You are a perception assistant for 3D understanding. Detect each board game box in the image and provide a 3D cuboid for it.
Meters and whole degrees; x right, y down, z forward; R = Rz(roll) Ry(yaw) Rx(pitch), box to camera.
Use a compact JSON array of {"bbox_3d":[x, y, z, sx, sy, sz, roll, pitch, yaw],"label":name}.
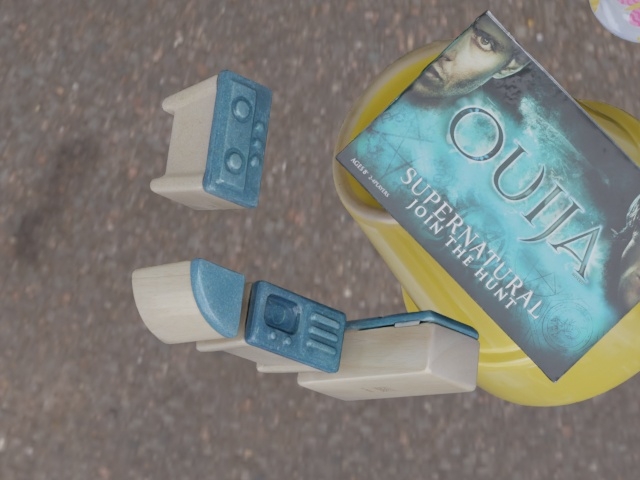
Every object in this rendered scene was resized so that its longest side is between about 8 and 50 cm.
[{"bbox_3d":[0.117,-0.026,0.949,0.126,0.026,0.186,-45,92,1],"label":"board game box"}]

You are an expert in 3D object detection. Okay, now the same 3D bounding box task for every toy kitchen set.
[{"bbox_3d":[0.000,0.000,1.056,0.122,0.166,0.207,-9,157,43],"label":"toy kitchen set"}]

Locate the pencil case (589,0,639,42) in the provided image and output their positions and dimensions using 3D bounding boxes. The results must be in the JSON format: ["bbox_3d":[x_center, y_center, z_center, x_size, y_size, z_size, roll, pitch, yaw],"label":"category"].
[{"bbox_3d":[0.338,-0.310,1.564,0.124,0.113,0.273,29,152,14],"label":"pencil case"}]

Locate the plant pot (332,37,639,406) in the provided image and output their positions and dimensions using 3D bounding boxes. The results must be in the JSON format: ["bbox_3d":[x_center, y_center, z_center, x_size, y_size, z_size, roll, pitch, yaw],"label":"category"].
[{"bbox_3d":[0.144,-0.030,1.278,0.254,0.254,0.239,-32,134,21],"label":"plant pot"}]
